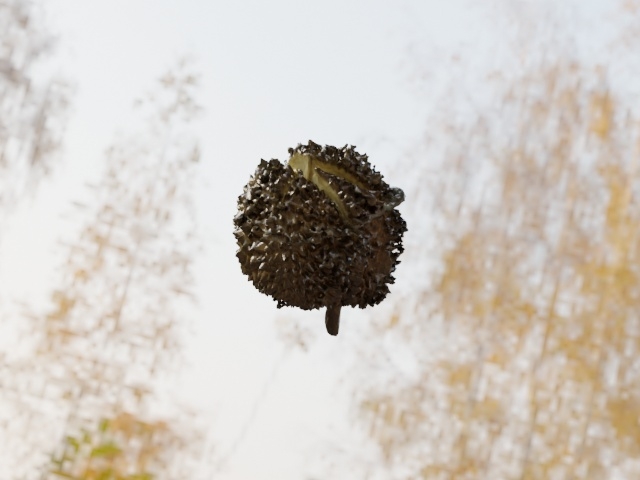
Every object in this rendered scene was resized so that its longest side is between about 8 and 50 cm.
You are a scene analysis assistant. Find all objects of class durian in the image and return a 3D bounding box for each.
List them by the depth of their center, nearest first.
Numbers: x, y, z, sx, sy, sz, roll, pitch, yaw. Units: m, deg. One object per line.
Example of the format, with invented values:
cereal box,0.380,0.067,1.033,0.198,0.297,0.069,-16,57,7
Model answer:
durian,0.000,0.000,0.743,0.080,0.091,0.080,-3,14,1
